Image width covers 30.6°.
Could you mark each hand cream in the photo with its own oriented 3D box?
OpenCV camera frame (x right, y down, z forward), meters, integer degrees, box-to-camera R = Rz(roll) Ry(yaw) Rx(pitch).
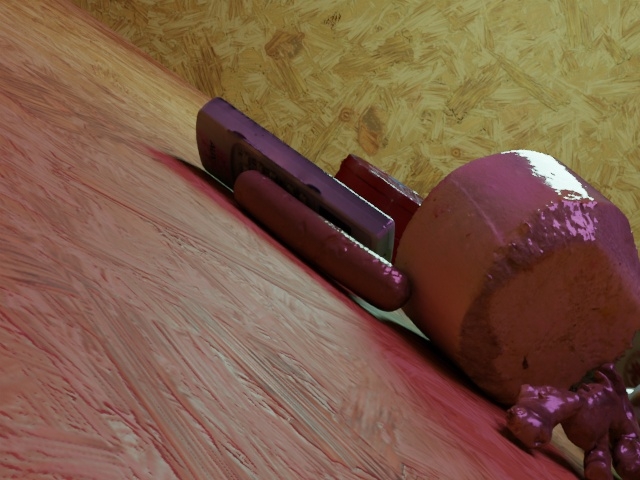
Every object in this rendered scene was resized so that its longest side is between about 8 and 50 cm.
[{"bbox_3d":[0.098,-0.027,1.929,0.230,0.149,0.230,36,7,-5],"label":"hand cream"}]

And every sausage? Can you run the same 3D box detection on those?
[{"bbox_3d":[-0.002,0.000,1.529,0.301,0.066,0.066,34,4,33],"label":"sausage"}]

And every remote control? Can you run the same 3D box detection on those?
[{"bbox_3d":[-0.041,-0.068,1.652,0.344,0.050,0.145,36,-29,22],"label":"remote control"}]

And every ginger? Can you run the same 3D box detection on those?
[{"bbox_3d":[0.301,0.216,1.314,0.259,0.065,0.149,1,58,-51],"label":"ginger"}]

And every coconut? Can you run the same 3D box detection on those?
[{"bbox_3d":[0.252,0.039,1.516,0.297,0.297,0.309,32,12,-28],"label":"coconut"}]

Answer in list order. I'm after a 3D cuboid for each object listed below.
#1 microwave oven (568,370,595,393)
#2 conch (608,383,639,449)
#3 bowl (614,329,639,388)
[{"bbox_3d":[0.428,0.203,1.927,0.240,0.145,0.194,32,3,-29],"label":"microwave oven"},{"bbox_3d":[0.450,0.262,1.479,0.275,0.149,0.183,56,-7,49],"label":"conch"},{"bbox_3d":[0.529,0.266,1.747,0.337,0.157,0.337,39,18,-15],"label":"bowl"}]
